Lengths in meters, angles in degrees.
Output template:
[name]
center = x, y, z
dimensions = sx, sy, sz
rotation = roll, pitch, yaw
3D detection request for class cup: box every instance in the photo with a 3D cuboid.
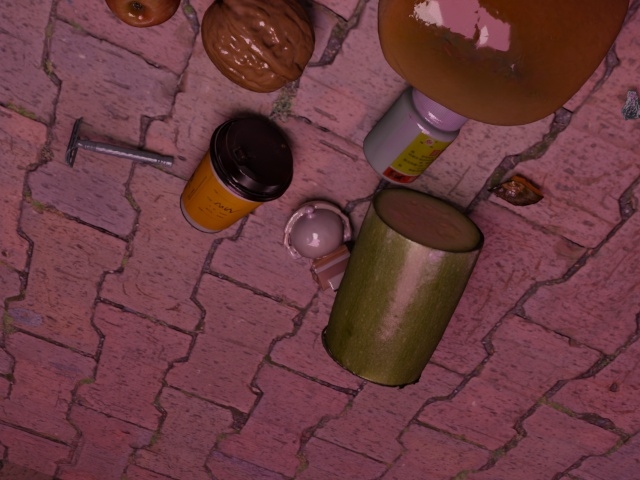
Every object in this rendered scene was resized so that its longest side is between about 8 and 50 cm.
[cup]
center = -0.191, -0.131, 1.792
dimensions = 0.196, 0.196, 0.280
rotation = 31, 141, -17

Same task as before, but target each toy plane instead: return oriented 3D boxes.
[toy plane]
center = 0.692, -0.238, 1.562
dimensions = 0.235, 0.060, 0.096
rotation = 1, 126, 7

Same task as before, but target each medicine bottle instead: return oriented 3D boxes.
[medicine bottle]
center = 0.195, -0.225, 1.631
dimensions = 0.139, 0.139, 0.225
rotation = 28, 133, -15

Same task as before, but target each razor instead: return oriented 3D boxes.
[razor]
center = -0.448, -0.202, 1.856
dimensions = 0.232, 0.106, 0.068
rotation = 10, 137, -13

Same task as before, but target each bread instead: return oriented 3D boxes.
[bread]
center = 0.284, -0.372, 1.390
dimensions = 0.376, 0.253, 0.348
rotation = 32, 136, -16

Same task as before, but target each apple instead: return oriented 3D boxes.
[apple]
center = -0.330, -0.465, 1.522
dimensions = 0.147, 0.130, 0.146
rotation = 3, 137, 3

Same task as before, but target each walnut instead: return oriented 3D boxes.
[walnut]
center = -0.112, -0.375, 1.525
dimensions = 0.213, 0.213, 0.213
rotation = 7, 135, 7

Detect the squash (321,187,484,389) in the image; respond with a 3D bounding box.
[squash]
center = 0.173, 0.113, 1.814
dimensions = 0.263, 0.263, 0.384
rotation = 17, 118, -4

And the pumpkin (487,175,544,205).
[pumpkin]
center = 0.421, -0.109, 1.771
dimensions = 0.101, 0.035, 0.073
rotation = 27, 145, -18

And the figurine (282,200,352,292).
[figurine]
center = 0.001, 0.001, 1.920
dimensions = 0.163, 0.141, 0.236
rotation = -28, 125, 0
